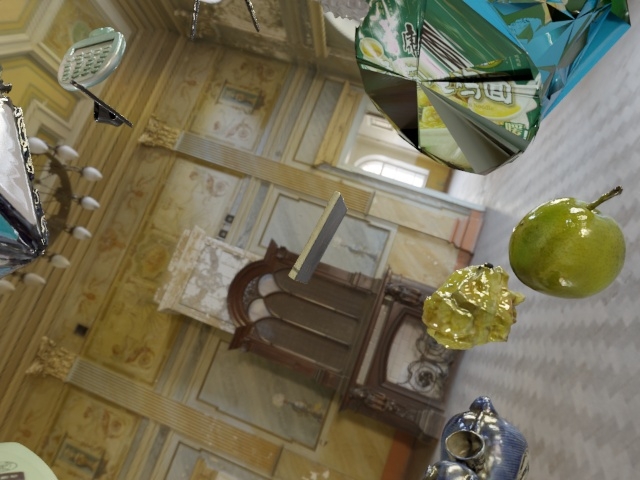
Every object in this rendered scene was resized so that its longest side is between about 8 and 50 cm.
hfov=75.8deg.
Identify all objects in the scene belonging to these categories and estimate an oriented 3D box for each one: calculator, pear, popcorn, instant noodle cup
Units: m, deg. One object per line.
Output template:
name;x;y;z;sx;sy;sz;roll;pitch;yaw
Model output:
calculator;-0.645;-0.520;1.169;0.042;0.183;0.296;71;-170;-53
pear;0.426;-0.006;0.702;0.180;0.166;0.217;-83;5;-60
popcorn;0.424;0.185;1.151;0.286;0.251;0.215;-41;-54;-27
instant noodle cup;0.178;-0.217;0.447;0.178;0.240;0.240;-45;-15;-12

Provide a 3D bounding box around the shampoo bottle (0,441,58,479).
shampoo bottle;-0.299;0.271;0.361;0.134;0.359;0.078;-7;-91;-39

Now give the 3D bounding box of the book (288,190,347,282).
book;0.000;0.000;1.207;0.270;0.025;0.191;-61;-14;-5

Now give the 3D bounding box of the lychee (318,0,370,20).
lychee;0.114;-0.696;0.907;0.432;0.379;0.381;-55;-18;-48

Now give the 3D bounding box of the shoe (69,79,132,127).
shoe;-0.530;-0.311;0.980;0.053;0.062;0.159;-54;-44;-7

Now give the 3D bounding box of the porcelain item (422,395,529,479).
porcelain item;0.215;0.352;0.602;0.288;0.137;0.187;-34;-64;-48

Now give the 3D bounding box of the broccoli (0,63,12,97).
broccoli;-0.863;-0.327;0.904;0.334;0.271;0.325;-114;32;-64

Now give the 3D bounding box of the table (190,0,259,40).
table;-0.377;-0.867;1.453;0.317;0.316;0.250;62;-157;-78

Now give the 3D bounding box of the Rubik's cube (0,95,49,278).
Rubik's cube;-0.571;-0.070;0.474;0.306;0.311;0.305;-28;-23;1
